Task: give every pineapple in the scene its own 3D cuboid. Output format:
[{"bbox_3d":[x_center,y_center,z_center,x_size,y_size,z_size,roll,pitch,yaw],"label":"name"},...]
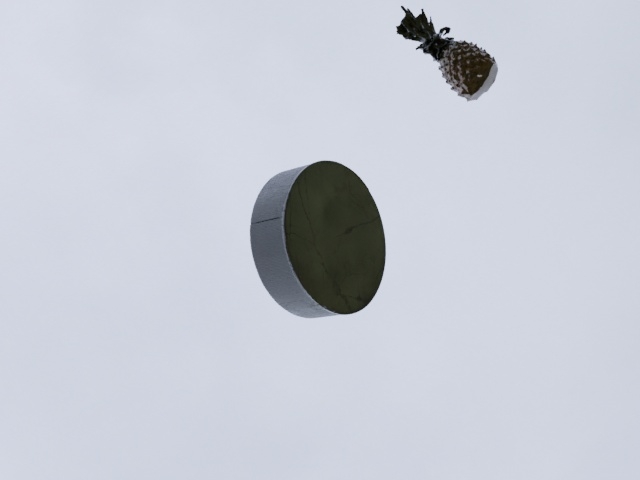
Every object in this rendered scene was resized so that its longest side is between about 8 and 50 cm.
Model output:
[{"bbox_3d":[0.128,-0.199,1.102,0.058,0.124,0.058,-36,-31,-25],"label":"pineapple"}]

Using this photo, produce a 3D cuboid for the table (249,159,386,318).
[{"bbox_3d":[0.000,0.000,0.900,0.133,0.043,0.133,14,-109,-47],"label":"table"}]
